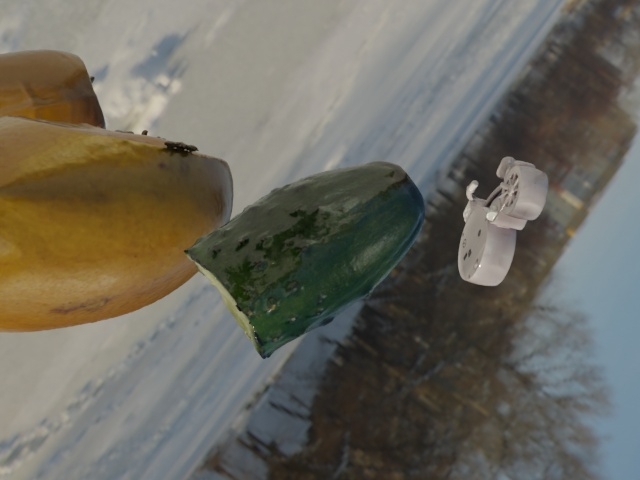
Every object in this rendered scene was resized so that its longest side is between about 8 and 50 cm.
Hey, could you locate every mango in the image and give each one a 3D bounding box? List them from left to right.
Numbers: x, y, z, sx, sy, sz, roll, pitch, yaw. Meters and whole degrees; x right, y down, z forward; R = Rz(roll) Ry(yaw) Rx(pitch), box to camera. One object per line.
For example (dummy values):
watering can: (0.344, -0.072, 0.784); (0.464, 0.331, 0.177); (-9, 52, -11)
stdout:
mango: (-0.181, -0.009, 0.733); (0.257, 0.187, 0.138); (-9, 96, -53)

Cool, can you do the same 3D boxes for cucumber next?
cucumber: (0.000, 0.000, 0.539); (0.107, 0.067, 0.035); (-34, 176, -10)

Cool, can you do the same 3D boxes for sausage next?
sausage: (-0.333, -0.079, 0.929); (0.328, 0.112, 0.112); (-14, 161, -19)

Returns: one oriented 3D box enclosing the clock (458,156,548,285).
clock: (0.150, -0.022, 0.984); (0.129, 0.041, 0.087); (116, -18, -49)
